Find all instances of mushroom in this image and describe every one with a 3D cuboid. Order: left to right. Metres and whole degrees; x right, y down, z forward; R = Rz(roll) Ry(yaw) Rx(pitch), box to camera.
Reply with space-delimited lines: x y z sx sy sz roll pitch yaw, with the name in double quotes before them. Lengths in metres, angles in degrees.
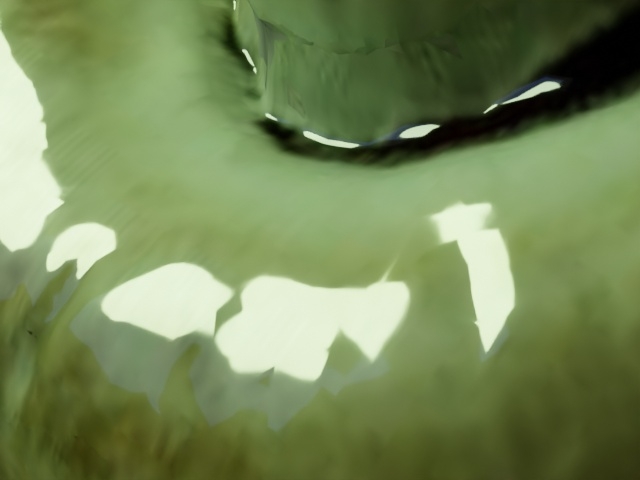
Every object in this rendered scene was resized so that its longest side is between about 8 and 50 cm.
"mushroom" 0.054 -0.040 0.494 0.260 0.352 0.352 71 -148 -47
